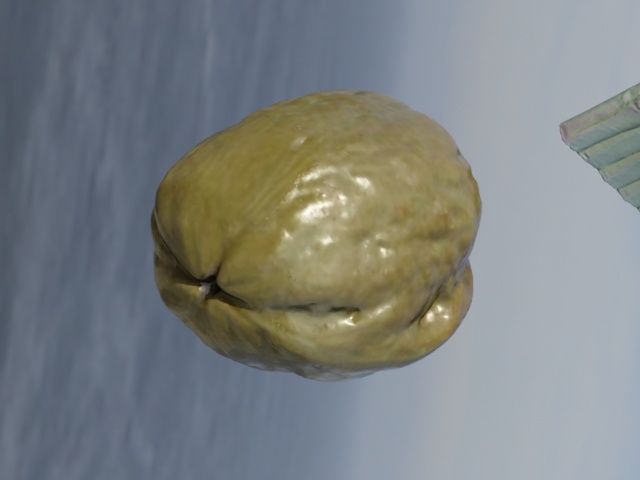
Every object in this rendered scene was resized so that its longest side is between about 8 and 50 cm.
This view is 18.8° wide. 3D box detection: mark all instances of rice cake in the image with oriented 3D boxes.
[{"bbox_3d":[0.372,-0.104,1.948,0.198,0.189,0.037,-33,-149,34],"label":"rice cake"}]

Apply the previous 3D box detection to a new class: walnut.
[{"bbox_3d":[0.000,0.000,1.570,0.283,0.282,0.227,-79,-170,-53],"label":"walnut"}]
